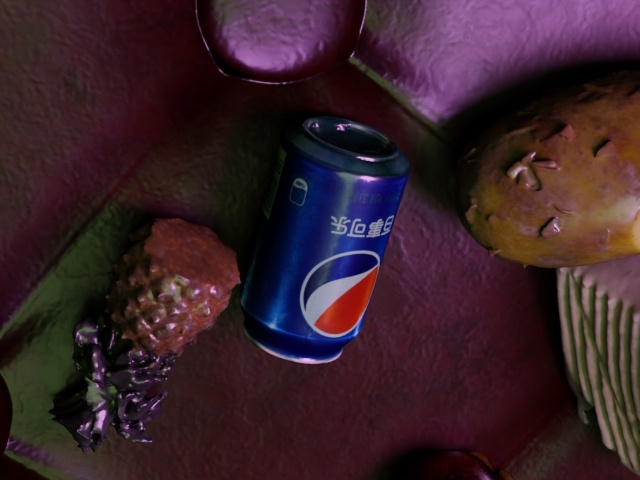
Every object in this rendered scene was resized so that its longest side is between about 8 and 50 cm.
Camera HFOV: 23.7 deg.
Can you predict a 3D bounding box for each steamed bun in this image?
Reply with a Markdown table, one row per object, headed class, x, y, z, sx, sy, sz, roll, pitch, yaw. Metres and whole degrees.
| class | x | y | z | sx | sy | sz | roll | pitch | yaw |
| --- | --- | --- | --- | --- | --- | --- | --- | --- | --- |
| steamed bun | 0.394 | 0.087 | 1.410 | 0.272 | 0.273 | 0.290 | -34 | 122 | -12 |

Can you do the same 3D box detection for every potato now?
| class | x | y | z | sx | sy | sz | roll | pitch | yaw |
| --- | --- | --- | --- | --- | --- | --- | --- | --- | --- |
| potato | 0.260 | -0.068 | 1.324 | 0.298 | 0.176 | 0.141 | -21 | 144 | 4 |

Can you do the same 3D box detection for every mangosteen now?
| class | x | y | z | sx | sy | sz | roll | pitch | yaw |
| --- | --- | --- | --- | --- | --- | --- | --- | --- | --- |
| mangosteen | 0.141 | 0.263 | 1.503 | 0.140 | 0.140 | 0.140 | -4 | 116 | -9 |

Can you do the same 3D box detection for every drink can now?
| class | x | y | z | sx | sy | sz | roll | pitch | yaw |
| --- | --- | --- | --- | --- | --- | --- | --- | --- | --- |
| drink can | 0.000 | 0.000 | 1.340 | 0.118 | 0.118 | 0.205 | 9 | 115 | -15 |

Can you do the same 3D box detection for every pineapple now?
| class | x | y | z | sx | sy | sz | roll | pitch | yaw |
| --- | --- | --- | --- | --- | --- | --- | --- | --- | --- |
| pineapple | -0.164 | 0.095 | 1.364 | 0.119 | 0.111 | 0.237 | 38 | 116 | 8 |
